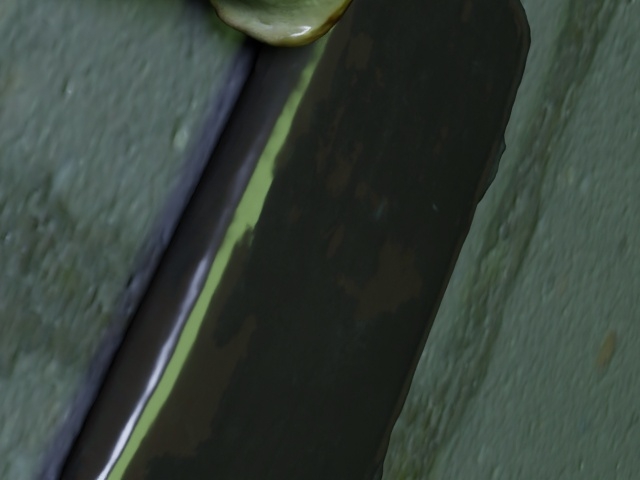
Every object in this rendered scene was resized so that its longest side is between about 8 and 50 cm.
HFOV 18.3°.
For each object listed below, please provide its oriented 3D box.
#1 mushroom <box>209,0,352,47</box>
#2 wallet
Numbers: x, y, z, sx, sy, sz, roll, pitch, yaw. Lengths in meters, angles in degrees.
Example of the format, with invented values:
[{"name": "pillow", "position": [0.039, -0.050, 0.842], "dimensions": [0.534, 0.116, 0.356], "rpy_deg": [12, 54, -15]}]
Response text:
[{"name": "mushroom", "position": [-0.076, -0.139, 0.654], "dimensions": [0.312, 0.081, 0.100], "rpy_deg": [13, 84, -54]}, {"name": "wallet", "position": [0.000, 0.000, 0.840], "dimensions": [0.165, 0.042, 0.309], "rpy_deg": [40, 67, -50]}]
